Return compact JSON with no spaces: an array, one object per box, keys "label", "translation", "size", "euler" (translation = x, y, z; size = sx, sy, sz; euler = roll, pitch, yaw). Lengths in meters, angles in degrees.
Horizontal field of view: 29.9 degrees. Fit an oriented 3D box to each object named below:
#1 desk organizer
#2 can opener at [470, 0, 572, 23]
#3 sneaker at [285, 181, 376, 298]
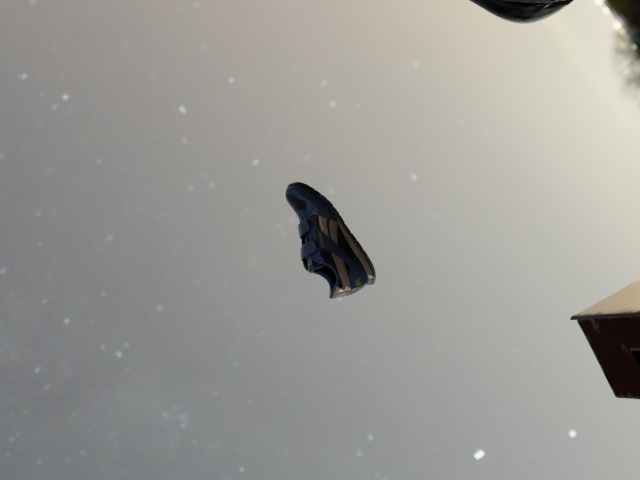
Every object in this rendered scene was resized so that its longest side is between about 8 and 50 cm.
[{"label":"desk organizer","translation":[0.177,0.047,0.582],"size":[0.050,0.047,0.130],"euler":[63,167,-1]},{"label":"can opener","translation":[0.056,-0.157,0.641],"size":[0.186,0.059,0.073],"euler":[13,167,17]},{"label":"sneaker","translation":[0.000,0.000,1.312],"size":[0.144,0.059,0.053],"euler":[54,164,9]}]
